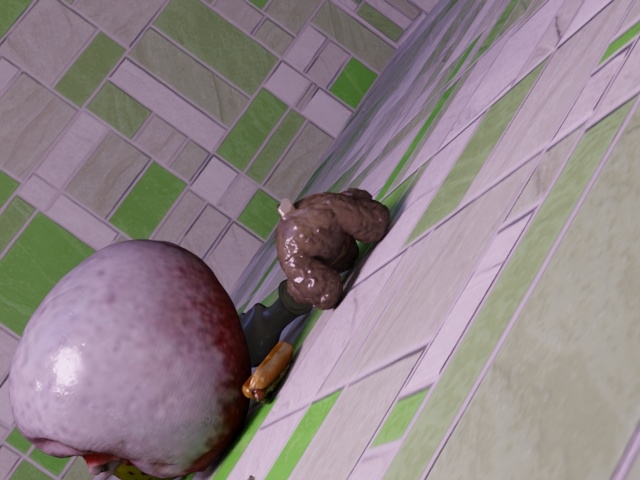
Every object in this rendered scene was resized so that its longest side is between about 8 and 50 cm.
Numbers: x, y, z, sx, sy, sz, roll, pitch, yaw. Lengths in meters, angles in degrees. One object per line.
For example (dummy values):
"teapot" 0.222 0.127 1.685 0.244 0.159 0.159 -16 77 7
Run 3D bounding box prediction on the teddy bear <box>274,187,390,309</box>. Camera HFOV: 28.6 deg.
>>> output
"teddy bear" 0.000 0.000 1.697 0.177 0.140 0.190 -58 -3 -5

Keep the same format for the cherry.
"cherry" -0.261 0.165 1.699 0.326 0.335 0.291 -11 -11 -20

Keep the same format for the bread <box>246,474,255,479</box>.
"bread" -0.105 0.301 1.218 0.154 0.028 0.068 -53 5 3

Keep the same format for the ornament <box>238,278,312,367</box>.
"ornament" -0.082 0.127 1.880 0.156 0.081 0.075 -46 4 33

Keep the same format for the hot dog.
"hot dog" -0.064 0.176 1.637 0.056 0.041 0.133 -51 -2 28

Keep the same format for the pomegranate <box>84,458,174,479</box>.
"pomegranate" -0.257 0.256 1.928 0.198 0.198 0.246 -45 21 61
